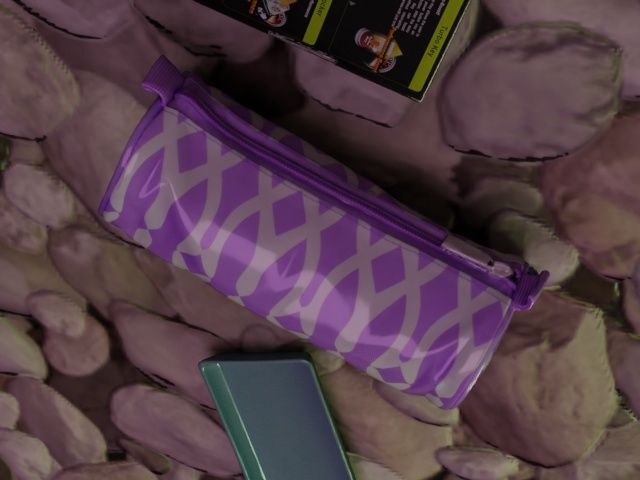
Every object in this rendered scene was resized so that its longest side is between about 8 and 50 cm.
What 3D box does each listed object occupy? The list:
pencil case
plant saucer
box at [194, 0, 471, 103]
[{"bbox_3d":[0.000,0.000,0.717,0.206,0.086,0.088,27,144,-3],"label":"pencil case"},{"bbox_3d":[-0.009,0.135,0.877,0.067,0.018,0.192,-3,127,22],"label":"plant saucer"},{"bbox_3d":[-0.005,-0.170,0.612,0.184,0.045,0.190,22,131,-1],"label":"box"}]
